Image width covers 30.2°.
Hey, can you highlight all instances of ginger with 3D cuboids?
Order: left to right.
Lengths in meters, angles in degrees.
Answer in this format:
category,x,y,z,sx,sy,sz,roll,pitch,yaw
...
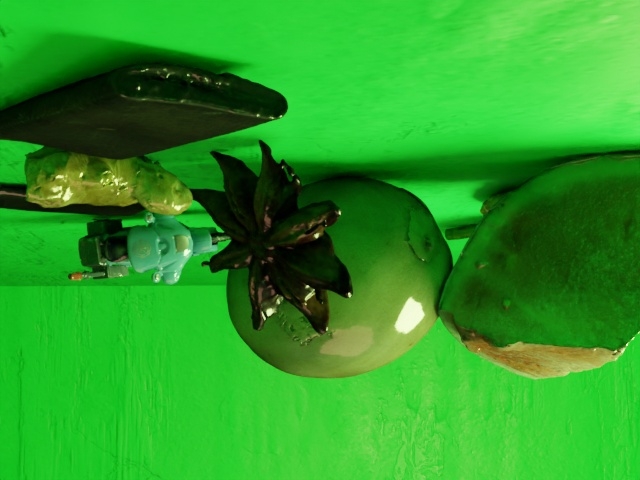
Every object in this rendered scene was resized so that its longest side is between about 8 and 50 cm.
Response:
category,x,y,z,sx,sy,sz,roll,pitch,yaw
ginger,-0.246,-0.077,1.318,0.205,0.115,0.081,12,128,-41

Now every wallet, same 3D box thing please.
category,x,y,z,sx,sy,sz,roll,pitch,yaw
wallet,-0.363,-0.056,1.721,0.244,0.025,0.124,4,172,-30
wallet,-0.185,-0.118,1.104,0.170,0.044,0.321,5,175,-36

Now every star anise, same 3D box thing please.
category,x,y,z,sx,sy,sz,roll,pitch,yaw
star anise,-0.045,-0.011,1.426,0.272,0.272,0.102,-7,-161,44

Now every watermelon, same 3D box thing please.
category,x,y,z,sx,sy,sz,roll,pitch,yaw
watermelon,0.285,0.022,1.511,0.222,0.292,0.319,17,174,-8

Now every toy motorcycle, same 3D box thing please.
category,x,y,z,sx,sy,sz,roll,pitch,yaw
toy motorcycle,-0.286,0.010,1.927,0.272,0.124,0.182,-5,-178,34

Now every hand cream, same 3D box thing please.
category,x,y,z,sx,sy,sz,roll,pitch,yaw
hand cream,0.281,-0.019,2.140,0.122,0.023,0.036,-10,166,36

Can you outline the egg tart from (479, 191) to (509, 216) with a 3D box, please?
category,x,y,z,sx,sy,sz,roll,pitch,yaw
egg tart,0.384,-0.010,1.750,0.318,0.128,0.319,2,174,0

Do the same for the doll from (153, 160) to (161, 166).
category,x,y,z,sx,sy,sz,roll,pitch,yaw
doll,-0.250,-0.081,1.442,0.114,0.039,0.057,-9,-145,-40

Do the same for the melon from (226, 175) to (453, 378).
category,x,y,z,sx,sy,sz,roll,pitch,yaw
melon,0.026,0.050,1.593,0.330,0.269,0.268,-19,164,36
